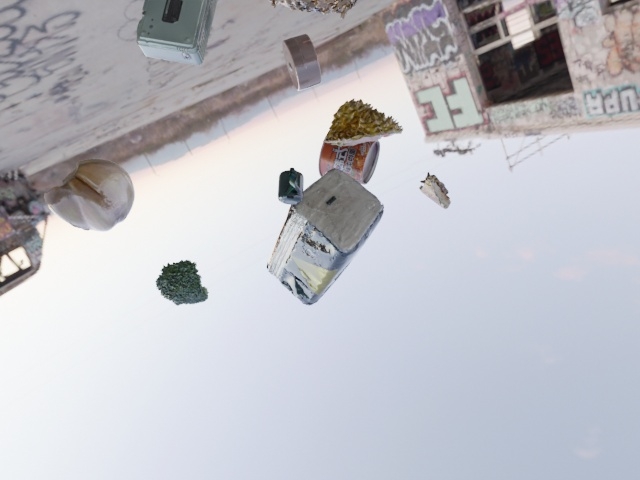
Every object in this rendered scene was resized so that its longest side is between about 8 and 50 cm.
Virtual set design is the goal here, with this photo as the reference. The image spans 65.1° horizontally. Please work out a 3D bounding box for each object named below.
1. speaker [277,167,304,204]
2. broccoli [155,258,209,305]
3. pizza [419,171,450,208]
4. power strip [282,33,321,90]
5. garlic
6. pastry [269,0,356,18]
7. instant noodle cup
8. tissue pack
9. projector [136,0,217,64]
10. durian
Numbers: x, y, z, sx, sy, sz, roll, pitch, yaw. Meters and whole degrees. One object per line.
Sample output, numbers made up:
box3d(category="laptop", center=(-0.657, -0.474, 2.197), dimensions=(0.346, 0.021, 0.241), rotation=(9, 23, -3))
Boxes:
box3d(category="speaker", center=(-0.062, -0.128, 1.162), dimensions=(0.060, 0.075, 0.094), rotation=(8, 167, -27))
box3d(category="broccoli", center=(-0.517, 0.149, 1.944), dimensions=(0.194, 0.219, 0.194), rotation=(-41, -164, 15))
box3d(category="pizza", center=(0.476, -0.224, 2.091), dimensions=(0.069, 0.194, 0.154), rotation=(-41, -120, -4))
box3d(category="power strip", center=(-0.056, -0.528, 1.494), dimensions=(0.078, 0.154, 0.154), rotation=(-20, -161, -6))
box3d(category="garlic", center=(-0.629, -0.119, 1.437), dimensions=(0.110, 0.228, 0.217), rotation=(25, -108, 38))
box3d(category="pastry", center=(-0.016, -0.521, 0.871), dimensions=(0.275, 0.275, 0.193), rotation=(-41, 161, -37))
box3d(category="instant noodle cup", center=(0.130, -0.359, 2.130), dimensions=(0.192, 0.250, 0.250), rotation=(19, -142, 18))
box3d(category="tissue pack", center=(0.000, 0.000, 1.702), dimensions=(0.264, 0.253, 0.416), rotation=(-46, 173, -35))
box3d(category="projector", center=(-0.429, -0.675, 1.503), dimensions=(0.192, 0.257, 0.099), rotation=(10, 171, 2))
box3d(category="durian", center=(0.189, -0.413, 1.837), dimensions=(0.305, 0.186, 0.195), rotation=(-4, -156, -30))
